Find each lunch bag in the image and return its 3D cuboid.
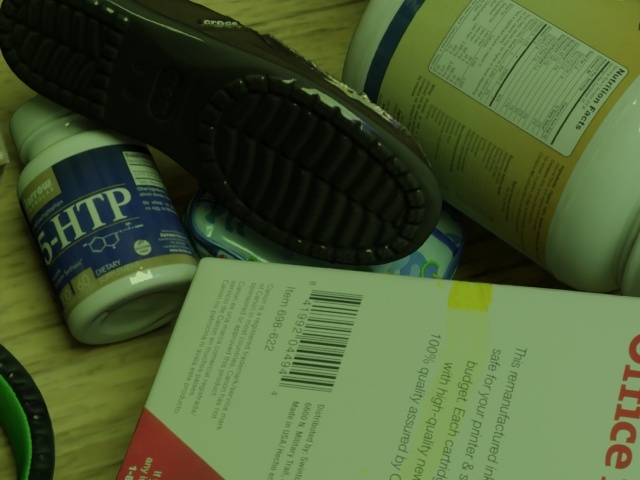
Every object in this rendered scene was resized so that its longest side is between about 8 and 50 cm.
[{"bbox_3d":[0.000,0.000,1.326,0.219,0.090,0.176,35,55,0],"label":"lunch bag"}]

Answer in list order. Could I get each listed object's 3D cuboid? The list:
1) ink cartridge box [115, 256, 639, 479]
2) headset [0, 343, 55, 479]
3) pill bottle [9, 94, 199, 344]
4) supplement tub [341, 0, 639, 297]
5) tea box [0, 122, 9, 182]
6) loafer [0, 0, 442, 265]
[{"bbox_3d":[0.070,0.180,1.109,0.385,0.160,0.279,5,55,21],"label":"ink cartridge box"},{"bbox_3d":[-0.341,0.212,1.091,0.243,0.185,0.394,27,42,0],"label":"headset"},{"bbox_3d":[-0.174,-0.024,1.262,0.112,0.112,0.186,-16,69,-26],"label":"pill bottle"},{"bbox_3d":[0.198,-0.099,1.294,0.316,0.228,0.228,36,55,24],"label":"supplement tub"},{"bbox_3d":[-0.429,-0.121,1.161,0.329,0.220,0.323,-9,67,-23],"label":"tea box"},{"bbox_3d":[-0.062,-0.117,1.237,0.366,0.134,0.130,32,32,-1],"label":"loafer"}]
